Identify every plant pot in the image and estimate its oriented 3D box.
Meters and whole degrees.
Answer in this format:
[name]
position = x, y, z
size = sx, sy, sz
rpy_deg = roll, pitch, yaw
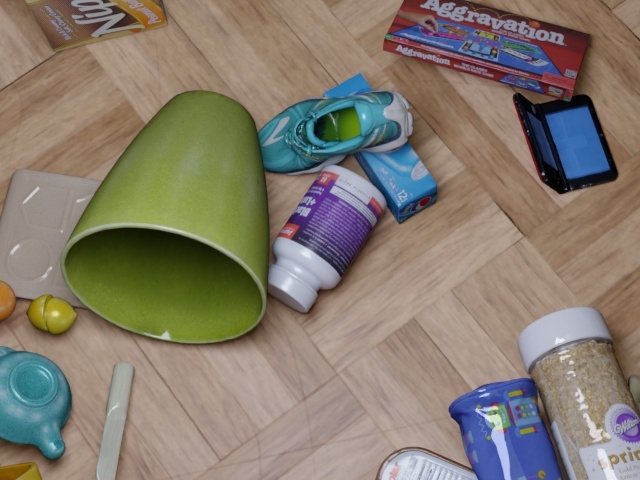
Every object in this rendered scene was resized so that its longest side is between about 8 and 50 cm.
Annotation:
[plant pot]
position = -0.182, -0.055, 1.700
size = 0.275, 0.274, 0.293
rpy_deg = 7, 55, 6

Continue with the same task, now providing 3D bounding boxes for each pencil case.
[pencil case]
position = 0.258, 0.329, 1.564
size = 0.119, 0.133, 0.306
rpy_deg = -17, 74, 3

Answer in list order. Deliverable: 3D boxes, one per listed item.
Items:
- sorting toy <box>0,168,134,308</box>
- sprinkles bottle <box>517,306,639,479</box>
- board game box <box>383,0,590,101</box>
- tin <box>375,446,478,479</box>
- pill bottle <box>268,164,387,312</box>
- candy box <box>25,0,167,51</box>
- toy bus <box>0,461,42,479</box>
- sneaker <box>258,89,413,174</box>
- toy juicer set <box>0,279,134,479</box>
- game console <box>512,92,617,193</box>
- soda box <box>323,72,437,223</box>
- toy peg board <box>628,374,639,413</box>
[sorting toy]
position = -0.371, -0.001, 1.796
size = 0.208, 0.038, 0.192
rpy_deg = 7, 72, 11
[sprinkles bottle]
position = 0.364, 0.263, 1.586
size = 0.121, 0.121, 0.355
rpy_deg = -16, 62, -2
[board game box]
position = 0.246, -0.293, 1.830
size = 0.281, 0.027, 0.145
rpy_deg = 17, 46, 9
[tin]
position = 0.163, 0.341, 1.644
size = 0.190, 0.040, 0.106
rpy_deg = 21, 69, 10
[pill bottle]
position = 0.000, 0.000, 1.731
size = 0.108, 0.108, 0.193
rpy_deg = 30, 75, 13
[candy box]
position = -0.340, -0.394, 1.777
size = 0.183, 0.316, 0.087
rpy_deg = -13, 72, -1
[toy bus]
position = -0.379, 0.384, 1.578
size = 0.104, 0.202, 0.190
rpy_deg = -13, 57, 25
[sneaker]
position = -0.002, -0.155, 1.727
size = 0.275, 0.110, 0.107
rpy_deg = -14, 88, 43
[toy juicer set]
position = -0.382, 0.184, 1.697
size = 0.329, 0.089, 0.209
rpy_deg = 36, 50, -7
[game console]
position = 0.350, -0.149, 1.777
size = 0.085, 0.124, 0.144
rpy_deg = -24, 69, 23
[soda box]
position = 0.086, -0.133, 1.791
size = 0.067, 0.071, 0.210
rpy_deg = -31, 72, -7
[toy peg board]
position = 0.487, 0.256, 1.630
size = 0.161, 0.079, 0.161
rpy_deg = 6, 71, 5
